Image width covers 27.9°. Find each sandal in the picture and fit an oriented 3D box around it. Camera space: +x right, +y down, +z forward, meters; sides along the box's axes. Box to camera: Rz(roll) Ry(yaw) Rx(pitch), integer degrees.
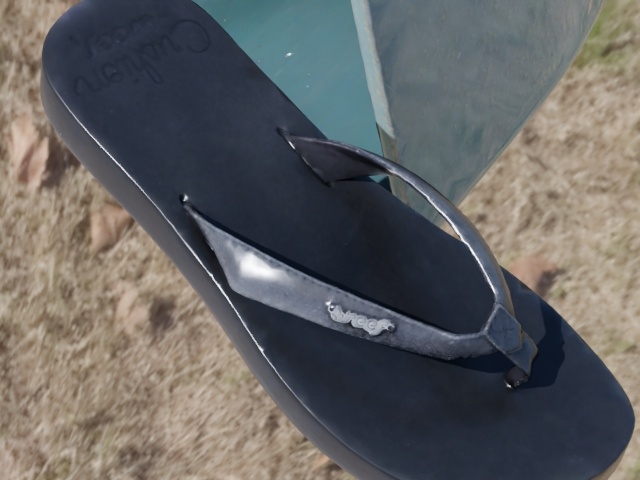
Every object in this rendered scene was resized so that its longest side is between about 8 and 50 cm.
[{"bbox_3d":[-0.001,0.000,0.444,0.254,0.054,0.097,40,57,9],"label":"sandal"}]

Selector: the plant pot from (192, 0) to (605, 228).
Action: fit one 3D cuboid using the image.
[{"bbox_3d":[0.033,-0.197,0.650,0.252,0.247,0.248,-42,57,-18],"label":"plant pot"}]
